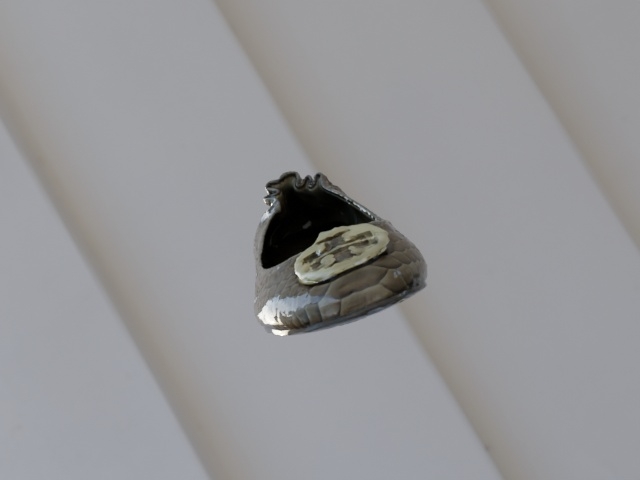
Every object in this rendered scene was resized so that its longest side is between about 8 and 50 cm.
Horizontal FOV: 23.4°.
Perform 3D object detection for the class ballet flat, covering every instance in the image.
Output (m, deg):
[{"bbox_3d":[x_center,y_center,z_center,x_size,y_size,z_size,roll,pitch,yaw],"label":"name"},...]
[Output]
[{"bbox_3d":[0.000,0.000,0.793,0.084,0.058,0.250,-15,9,-2],"label":"ballet flat"}]
